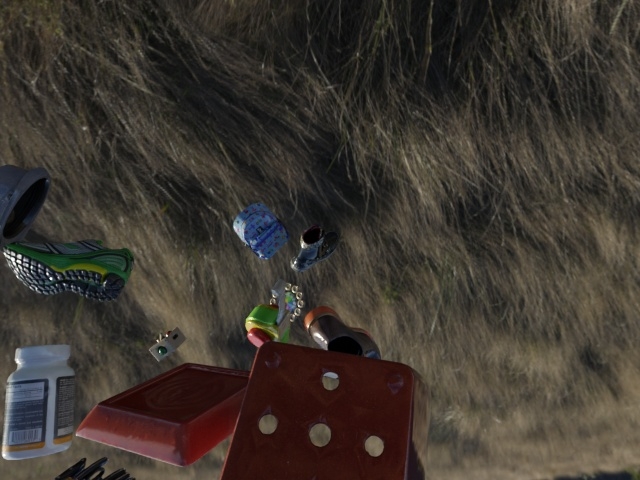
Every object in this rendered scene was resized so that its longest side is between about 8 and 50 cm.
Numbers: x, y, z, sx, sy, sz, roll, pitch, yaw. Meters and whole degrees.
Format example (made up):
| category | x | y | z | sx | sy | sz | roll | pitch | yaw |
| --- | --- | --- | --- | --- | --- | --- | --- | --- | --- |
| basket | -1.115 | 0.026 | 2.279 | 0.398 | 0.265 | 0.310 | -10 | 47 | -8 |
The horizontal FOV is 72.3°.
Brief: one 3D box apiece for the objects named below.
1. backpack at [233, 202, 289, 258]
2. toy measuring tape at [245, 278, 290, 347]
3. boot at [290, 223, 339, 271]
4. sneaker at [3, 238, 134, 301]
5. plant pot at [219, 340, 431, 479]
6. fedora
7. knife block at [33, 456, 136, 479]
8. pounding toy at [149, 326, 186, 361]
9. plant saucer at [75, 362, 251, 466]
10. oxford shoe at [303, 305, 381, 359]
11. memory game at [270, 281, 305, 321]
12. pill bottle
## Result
| category | x | y | z | sx | sy | sz | roll | pitch | yaw |
| --- | --- | --- | --- | --- | --- | --- | --- | --- | --- |
| backpack | -0.215 | -0.040 | 1.562 | 0.158 | 0.117 | 0.173 | -41 | 134 | -5 |
| toy measuring tape | -0.140 | 0.189 | 1.127 | 0.121 | 0.122 | 0.330 | 1 | 141 | -3 |
| boot | 0.001 | 0.002 | 1.565 | 0.236 | 0.085 | 0.179 | -36 | 161 | -32 |
| sneaker | -0.663 | 0.062 | 1.164 | 0.343 | 0.146 | 0.134 | 11 | 129 | 2 |
| plant pot | 0.006 | 0.262 | 0.539 | 0.267 | 0.267 | 0.236 | 7 | 146 | 11 |
| fedora | -0.933 | -0.115 | 1.305 | 0.124 | 0.276 | 0.243 | 27 | 177 | -14 |
| knife block | -0.504 | 0.561 | 0.865 | 0.241 | 0.276 | 0.088 | 13 | 106 | -22 |
| pounding toy | -0.687 | 0.451 | 1.946 | 0.130 | 0.141 | 0.100 | -36 | 96 | 16 |
| plant saucer | -0.234 | 0.278 | 0.765 | 0.258 | 0.048 | 0.258 | -3 | -176 | 29 |
| oxford shoe | 0.066 | 0.247 | 0.980 | 0.097 | 0.098 | 0.271 | -46 | 131 | 6 |
| memory game | -0.152 | 0.281 | 1.985 | 0.186 | 0.186 | 0.012 | -20 | 160 | 23 |
| pill bottle | -0.766 | 0.434 | 1.200 | 0.162 | 0.279 | 0.162 | -5 | 165 | -1 |
